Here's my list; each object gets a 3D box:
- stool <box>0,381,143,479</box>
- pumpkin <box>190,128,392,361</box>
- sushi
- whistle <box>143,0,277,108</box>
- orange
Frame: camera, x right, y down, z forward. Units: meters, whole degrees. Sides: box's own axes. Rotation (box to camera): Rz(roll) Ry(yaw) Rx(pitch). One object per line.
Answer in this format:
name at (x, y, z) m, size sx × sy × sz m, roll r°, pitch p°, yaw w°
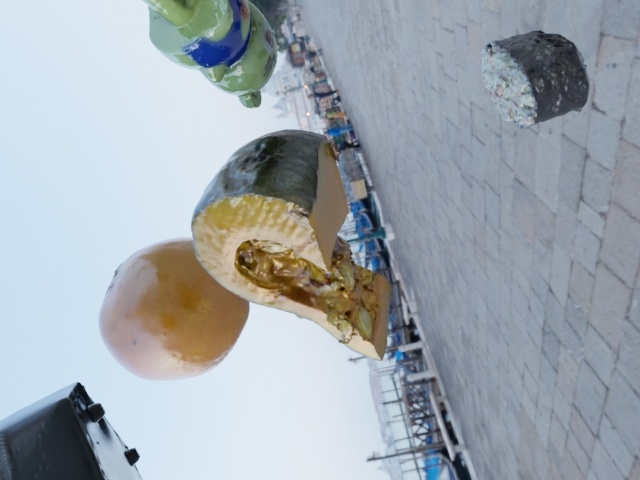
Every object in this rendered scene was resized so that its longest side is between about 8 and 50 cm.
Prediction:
stool at (-0.231, 0.249, 0.375) m, size 0.232 × 0.141 × 0.232 m, roll 43°, pitch 150°, yaw 32°
pumpkin at (0.000, -0.001, 0.494) m, size 0.190 × 0.280 × 0.139 m, roll -58°, pitch 9°, yaw 42°
sushi at (0.242, -0.193, 0.499) m, size 0.150 × 0.078 × 0.090 m, roll -93°, pitch -19°, yaw -53°
whistle at (-0.103, -0.201, 0.387) m, size 0.227 × 0.085 × 0.105 m, roll 10°, pitch -102°, yaw -71°
orange at (-0.305, 0.144, 0.910) m, size 0.312 × 0.312 × 0.312 m, roll -13°, pitch -90°, yaw -87°
